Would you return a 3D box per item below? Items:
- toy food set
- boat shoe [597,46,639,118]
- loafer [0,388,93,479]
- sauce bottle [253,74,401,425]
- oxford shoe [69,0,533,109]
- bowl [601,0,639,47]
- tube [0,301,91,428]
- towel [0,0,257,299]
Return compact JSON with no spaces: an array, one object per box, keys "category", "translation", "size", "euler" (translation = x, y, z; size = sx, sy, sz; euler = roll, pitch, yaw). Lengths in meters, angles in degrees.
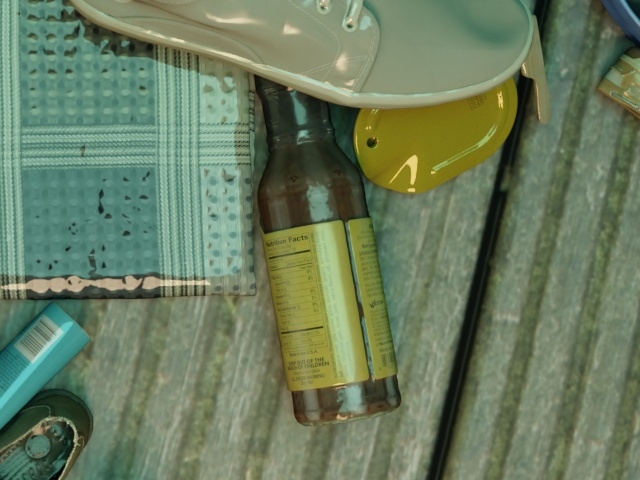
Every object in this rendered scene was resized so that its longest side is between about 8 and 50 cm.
[{"category":"toy food set","translation":[0.121,-0.136,1.473],"size":[0.217,0.071,0.128],"euler":[-27,117,-10]},{"category":"boat shoe","translation":[0.365,-0.112,1.527],"size":[0.190,0.068,0.072],"euler":[44,92,3]},{"category":"loafer","translation":[-0.306,0.238,1.344],"size":[0.094,0.087,0.251],"euler":[39,80,-8]},{"category":"sauce bottle","translation":[0.000,0.000,1.412],"size":[0.111,0.111,0.345],"euler":[-8,87,-13]},{"category":"oxford shoe","translation":[-0.012,-0.229,1.343],"size":[0.449,0.130,0.169],"euler":[11,62,-11]},{"category":"bowl","translation":[0.450,-0.344,1.545],"size":[0.391,0.077,0.391],"euler":[1,87,-12]},{"category":"tube","translation":[-0.304,0.146,1.362],"size":[0.207,0.080,0.052],"euler":[-45,125,-13]},{"category":"towel","translation":[-0.214,-0.106,1.409],"size":[0.312,0.056,0.324],"euler":[-1,89,-9]}]
